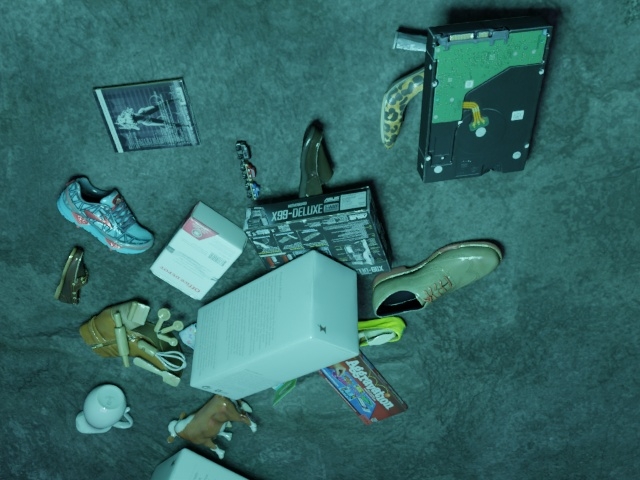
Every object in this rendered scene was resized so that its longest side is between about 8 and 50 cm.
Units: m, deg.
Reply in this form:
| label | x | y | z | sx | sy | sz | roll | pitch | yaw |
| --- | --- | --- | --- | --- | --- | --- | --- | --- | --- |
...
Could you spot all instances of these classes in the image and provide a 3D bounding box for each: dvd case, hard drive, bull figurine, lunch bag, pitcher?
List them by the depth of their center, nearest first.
| label | x | y | z | sx | sy | sz | roll | pitch | yaw |
| --- | --- | --- | --- | --- | --- | --- | --- | --- | --- |
| hard drive | 0.325 | -0.281 | 1.416 | 0.237 | 0.064 | 0.339 | -9 | 133 | -6 |
| dvd case | -0.403 | -0.289 | 1.611 | 0.221 | 0.018 | 0.164 | -4 | 125 | 11 |
| lunch bag | -0.351 | 0.271 | 1.973 | 0.071 | 0.053 | 0.083 | -33 | 123 | 30 |
| bull figurine | -0.339 | 0.578 | 2.158 | 0.188 | 0.101 | 0.310 | 35 | 125 | -20 |
| pitcher | -0.664 | 0.541 | 2.183 | 0.178 | 0.125 | 0.207 | 12 | 139 | -25 |

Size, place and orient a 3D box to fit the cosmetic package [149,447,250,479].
| label | x | y | z | sx | sy | sz | roll | pitch | yaw |
| --- | --- | --- | --- | --- | --- | --- | --- | --- | --- |
| cosmetic package | -0.384 | 0.928 | 2.223 | 0.394 | 0.329 | 0.327 | 32 | 142 | -12 |

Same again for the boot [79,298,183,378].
| label | x | y | z | sx | sy | sz | roll | pitch | yaw |
| --- | --- | --- | --- | --- | --- | --- | --- | --- | --- |
| boot | -0.548 | 0.314 | 1.996 | 0.220 | 0.109 | 0.283 | -24 | 115 | 21 |

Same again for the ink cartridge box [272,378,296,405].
| label | x | y | z | sx | sy | sz | roll | pitch | yaw |
| --- | --- | --- | --- | --- | --- | --- | --- | --- | --- |
| ink cartridge box | -0.105 | 0.332 | 1.878 | 0.062 | 0.209 | 0.109 | 35 | 122 | -16 |

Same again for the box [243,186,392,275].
| label | x | y | z | sx | sy | sz | roll | pitch | yaw |
| --- | --- | --- | --- | --- | --- | --- | --- | --- | --- |
| box | 0.000 | 0.000 | 1.674 | 0.308 | 0.076 | 0.242 | -9 | 140 | 15 |

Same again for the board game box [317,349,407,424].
| label | x | y | z | sx | sy | sz | roll | pitch | yaw |
| --- | --- | --- | --- | --- | --- | --- | --- | --- | --- |
| board game box | 0.119 | 0.427 | 2.021 | 0.145 | 0.027 | 0.281 | -28 | 116 | 24 |

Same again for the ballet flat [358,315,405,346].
| label | x | y | z | sx | sy | sz | roll | pitch | yaw |
| --- | --- | --- | --- | --- | --- | --- | --- | --- | --- |
| ballet flat | 0.117 | 0.258 | 1.872 | 0.231 | 0.077 | 0.077 | -13 | 122 | 18 |

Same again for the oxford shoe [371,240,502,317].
| label | x | y | z | sx | sy | sz | roll | pitch | yaw |
| --- | --- | --- | --- | --- | --- | --- | --- | --- | --- |
| oxford shoe | 0.287 | 0.111 | 1.709 | 0.348 | 0.130 | 0.123 | -25 | 117 | 24 |

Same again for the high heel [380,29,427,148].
| label | x | y | z | sx | sy | sz | roll | pitch | yaw |
| --- | --- | --- | --- | --- | --- | --- | --- | --- | --- |
| high heel | 0.228 | -0.301 | 1.454 | 0.186 | 0.093 | 0.261 | 11 | 120 | 4 |

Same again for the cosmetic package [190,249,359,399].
| label | x | y | z | sx | sy | sz | roll | pitch | yaw |
| --- | --- | --- | --- | --- | --- | --- | --- | --- | --- |
| cosmetic package | -0.122 | 0.224 | 1.728 | 0.161 | 0.230 | 0.453 | 27 | 140 | -36 |

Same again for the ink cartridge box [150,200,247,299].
| label | x | y | z | sx | sy | sz | roll | pitch | yaw |
| --- | --- | --- | --- | --- | --- | --- | --- | --- | --- |
| ink cartridge box | -0.312 | 0.030 | 1.773 | 0.159 | 0.092 | 0.218 | 35 | 121 | -15 |

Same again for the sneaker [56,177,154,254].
| label | x | y | z | sx | sy | sz | roll | pitch | yaw |
| --- | --- | --- | --- | --- | --- | --- | --- | --- | --- |
| sneaker | -0.530 | -0.063 | 1.738 | 0.262 | 0.104 | 0.125 | 31 | 122 | -12 |

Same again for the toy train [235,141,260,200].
| label | x | y | z | sx | sy | sz | roll | pitch | yaw |
| --- | --- | --- | --- | --- | --- | --- | --- | --- | --- |
| toy train | -0.172 | -0.165 | 1.656 | 0.036 | 0.027 | 0.158 | -9 | 123 | 2 |

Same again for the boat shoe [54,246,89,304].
| label | x | y | z | sx | sy | sz | roll | pitch | yaw |
| --- | --- | --- | --- | --- | --- | --- | --- | --- | --- |
| boat shoe | -0.673 | 0.100 | 1.896 | 0.073 | 0.073 | 0.207 | 24 | 132 | -10 |

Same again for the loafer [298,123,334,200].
| label | x | y | z | sx | sy | sz | roll | pitch | yaw |
| --- | --- | --- | --- | --- | --- | --- | --- | --- | --- |
| loafer | -0.007 | -0.172 | 1.598 | 0.078 | 0.080 | 0.220 | 5 | 135 | 0 |

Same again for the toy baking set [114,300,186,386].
| label | x | y | z | sx | sy | sz | roll | pitch | yaw |
| --- | --- | --- | --- | --- | --- | --- | --- | --- | --- |
| toy baking set | -0.470 | 0.291 | 1.905 | 0.197 | 0.030 | 0.256 | 0 | 106 | 7 |
